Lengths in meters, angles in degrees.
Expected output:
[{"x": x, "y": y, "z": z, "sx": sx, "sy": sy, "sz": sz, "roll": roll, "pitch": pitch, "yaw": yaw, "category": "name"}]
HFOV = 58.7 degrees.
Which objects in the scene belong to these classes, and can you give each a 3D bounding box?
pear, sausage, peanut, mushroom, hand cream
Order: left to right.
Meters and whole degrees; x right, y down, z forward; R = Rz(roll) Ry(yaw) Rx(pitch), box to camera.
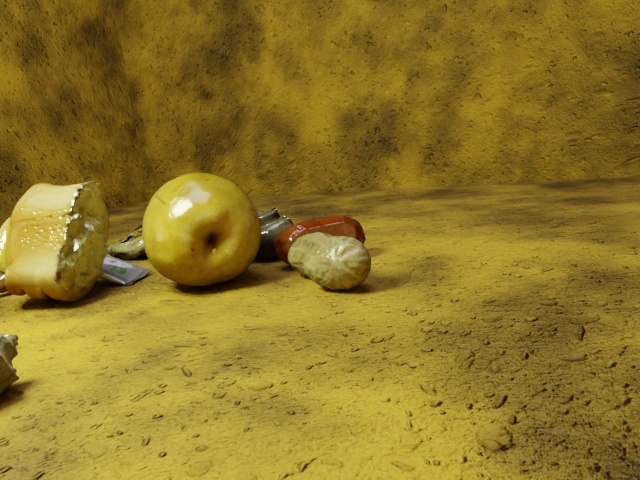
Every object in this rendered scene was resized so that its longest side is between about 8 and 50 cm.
[{"x": -0.658, "y": 0.057, "z": 1.602, "sx": 0.335, "sy": 0.076, "sz": 0.121, "roll": 17, "pitch": 22, "yaw": 2, "category": "hand cream"}, {"x": -0.299, "y": -0.024, "z": 1.442, "sx": 0.314, "sy": 0.314, "sz": 0.314, "roll": -6, "pitch": 11, "yaw": 1, "category": "pear"}, {"x": -0.165, "y": -0.007, "z": 1.676, "sx": 0.188, "sy": 0.141, "sz": 0.117, "roll": -3, "pitch": 33, "yaw": 30, "category": "mushroom"}, {"x": -0.001, "y": 0.000, "z": 1.556, "sx": 0.258, "sy": 0.133, "sz": 0.133, "roll": -13, "pitch": 12, "yaw": -16, "category": "sausage"}, {"x": 0.010, "y": 0.045, "z": 1.330, "sx": 0.136, "sy": 0.120, "sz": 0.298, "roll": -5, "pitch": 7, "yaw": -23, "category": "peanut"}]

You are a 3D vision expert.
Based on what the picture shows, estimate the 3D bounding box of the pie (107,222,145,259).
[{"x": -0.600, "y": -0.028, "z": 2.004, "sx": 0.339, "sy": 0.077, "sz": 0.339, "roll": -25, "pitch": 17, "yaw": 8, "category": "pie"}]

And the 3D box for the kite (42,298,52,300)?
[{"x": -0.698, "y": 0.143, "z": 1.517, "sx": 0.156, "sy": 0.011, "sz": 0.139, "roll": -4, "pitch": 8, "yaw": 8, "category": "kite"}]

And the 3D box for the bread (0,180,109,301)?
[{"x": -0.680, "y": 0.010, "z": 1.466, "sx": 0.270, "sy": 0.316, "sz": 0.211, "roll": -4, "pitch": -24, "yaw": 15, "category": "bread"}]

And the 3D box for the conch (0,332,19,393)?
[{"x": -0.581, "y": 0.207, "z": 0.856, "sx": 0.245, "sy": 0.163, "sz": 0.178, "roll": -40, "pitch": -4, "yaw": -46, "category": "conch"}]

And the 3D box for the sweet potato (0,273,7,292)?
[{"x": -0.802, "y": 0.086, "z": 1.673, "sx": 0.114, "sy": 0.092, "sz": 0.341, "roll": -29, "pitch": -1, "yaw": 29, "category": "sweet potato"}]
